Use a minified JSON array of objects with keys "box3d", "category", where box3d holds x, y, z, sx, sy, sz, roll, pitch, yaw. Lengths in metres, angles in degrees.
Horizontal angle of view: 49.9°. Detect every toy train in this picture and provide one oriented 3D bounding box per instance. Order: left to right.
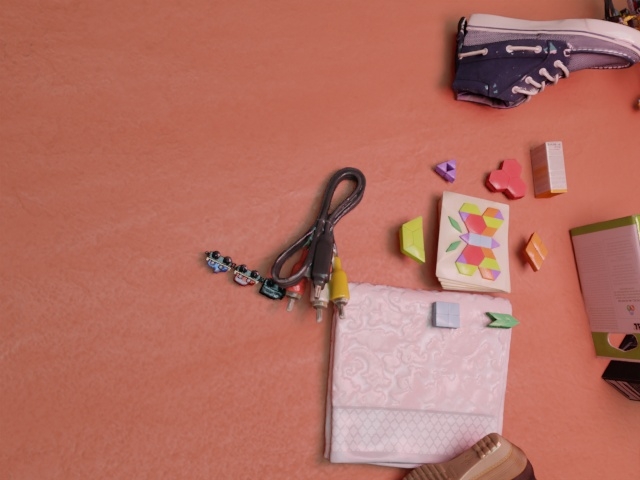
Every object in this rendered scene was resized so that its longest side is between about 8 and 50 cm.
[{"box3d":[-0.132,0.062,1.195,0.158,0.027,0.036,28,89,-7],"category":"toy train"}]

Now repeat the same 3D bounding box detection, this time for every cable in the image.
[{"box3d":[0.000,0.000,1.216,0.139,0.072,0.287,8,62,8],"category":"cable"}]

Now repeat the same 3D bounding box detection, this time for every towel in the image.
[{"box3d":[0.176,0.242,1.221,0.331,0.053,0.317,7,81,-12],"category":"towel"}]

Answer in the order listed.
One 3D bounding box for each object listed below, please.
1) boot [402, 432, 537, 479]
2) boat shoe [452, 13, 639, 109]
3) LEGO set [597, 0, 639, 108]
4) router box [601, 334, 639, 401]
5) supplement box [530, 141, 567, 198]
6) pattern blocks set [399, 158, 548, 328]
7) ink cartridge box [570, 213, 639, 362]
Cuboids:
[{"box3d":[0.261,0.452,1.178,0.248,0.090,0.207,-34,118,8],"category":"boot"},{"box3d":[0.405,-0.312,1.260,0.340,0.127,0.158,12,84,26],"category":"boat shoe"},{"box3d":[0.632,-0.363,1.267,0.192,0.331,0.255,-14,99,-5],"category":"LEGO set"},{"box3d":[0.678,0.151,1.238,0.081,0.243,0.309,37,78,-4],"category":"router box"},{"box3d":[0.438,-0.134,1.318,0.036,0.062,0.098,-3,84,-11],"category":"supplement box"},{"box3d":[0.283,0.003,1.256,0.285,0.026,0.325,-3,75,-15],"category":"pattern blocks set"},{"box3d":[0.569,0.085,1.253,0.097,0.189,0.255,-8,86,-14],"category":"ink cartridge box"}]
